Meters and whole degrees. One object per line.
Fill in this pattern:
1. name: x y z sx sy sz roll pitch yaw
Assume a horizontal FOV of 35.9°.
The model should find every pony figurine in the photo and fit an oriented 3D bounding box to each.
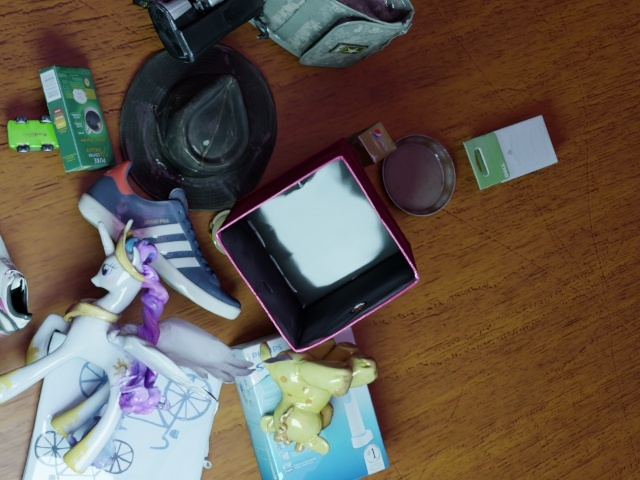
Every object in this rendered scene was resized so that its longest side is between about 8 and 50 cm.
1. pony figurine: -0.318 0.192 1.611 0.351 0.303 0.363 40 94 3

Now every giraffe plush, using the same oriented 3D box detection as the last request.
1. giraffe plush: -0.019 0.272 1.697 0.210 0.181 0.170 -3 107 -31

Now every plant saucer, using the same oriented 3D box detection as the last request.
1. plant saucer: 0.197 -0.132 2.022 0.168 0.029 0.168 3 83 -22

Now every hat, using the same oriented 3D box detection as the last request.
1. hat: -0.206 -0.221 1.808 0.331 0.134 0.331 2 84 -21

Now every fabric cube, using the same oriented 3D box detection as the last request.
1. fabric cube: 0.000 0.000 1.741 0.254 0.258 0.259 -32 100 8

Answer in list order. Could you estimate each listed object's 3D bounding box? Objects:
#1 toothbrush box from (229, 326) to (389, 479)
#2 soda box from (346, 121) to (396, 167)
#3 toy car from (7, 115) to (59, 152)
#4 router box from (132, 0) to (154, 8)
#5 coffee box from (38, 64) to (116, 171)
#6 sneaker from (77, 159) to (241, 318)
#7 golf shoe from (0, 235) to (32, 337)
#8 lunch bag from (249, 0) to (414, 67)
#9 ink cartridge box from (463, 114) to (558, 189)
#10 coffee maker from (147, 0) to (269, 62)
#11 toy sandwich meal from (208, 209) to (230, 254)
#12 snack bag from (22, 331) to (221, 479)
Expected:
1. toothbrush box: -0.025 0.308 1.831 0.216 0.126 0.295 -17 92 -22
2. soda box: 0.068 -0.170 1.888 0.058 0.181 0.061 -36 99 -23
3. toy car: -0.557 -0.177 1.700 0.225 0.053 0.239 -3 86 -23
4. router box: -0.268 -0.511 1.858 0.133 0.046 0.179 15 79 -21
5. coffee box: -0.426 -0.213 1.731 0.040 0.113 0.184 -15 92 21
6. sneaker: -0.255 -0.005 1.760 0.350 0.131 0.148 41 80 -14
7. golf shoe: -0.525 0.064 1.656 0.067 0.086 0.186 4 65 -60
8. lunch bag: 0.012 -0.446 1.865 0.287 0.235 0.169 35 67 -15
9. ink cartridge box: 0.389 -0.182 2.088 0.209 0.062 0.109 -20 92 -23
10. coffee maker: -0.198 -0.400 1.789 0.178 0.120 0.171 -40 104 -18
11. toy sandwich meal: -0.175 -0.013 1.857 0.085 0.029 0.085 1 87 -33
12. snack bag: -0.347 0.354 1.742 0.323 0.037 0.342 13 79 -20
